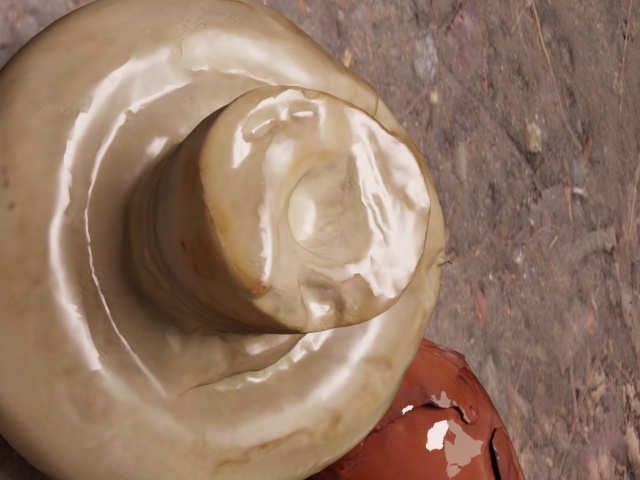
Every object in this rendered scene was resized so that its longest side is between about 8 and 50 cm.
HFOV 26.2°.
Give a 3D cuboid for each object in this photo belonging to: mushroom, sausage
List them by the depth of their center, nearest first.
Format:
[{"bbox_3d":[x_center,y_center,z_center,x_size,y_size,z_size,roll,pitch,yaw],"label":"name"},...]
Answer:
[{"bbox_3d":[-0.038,0.006,0.716,0.292,0.290,0.293,1,88,-31],"label":"mushroom"},{"bbox_3d":[0.081,0.196,1.016,0.152,0.152,0.280,-49,125,-49],"label":"sausage"}]
